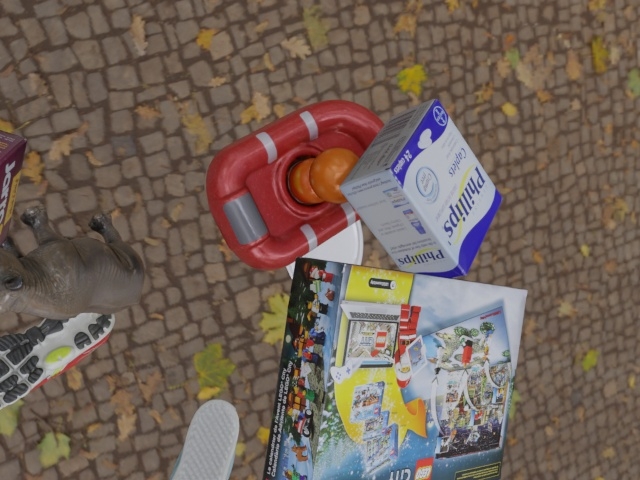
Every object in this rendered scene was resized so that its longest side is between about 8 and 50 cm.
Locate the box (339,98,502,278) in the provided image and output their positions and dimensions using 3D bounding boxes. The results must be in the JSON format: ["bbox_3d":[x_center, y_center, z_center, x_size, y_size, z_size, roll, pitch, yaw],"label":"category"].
[{"bbox_3d":[0.106,-0.048,0.711,0.137,0.072,0.126,51,50,-21],"label":"box"}]

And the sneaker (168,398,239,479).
[{"bbox_3d":[-0.247,0.508,1.402,0.135,0.150,0.366,21,65,5],"label":"sneaker"}]

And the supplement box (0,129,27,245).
[{"bbox_3d":[-0.151,-0.010,0.270,0.043,0.083,0.055,17,114,-11],"label":"supplement box"}]

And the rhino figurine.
[{"bbox_3d":[-0.240,0.026,0.621,0.073,0.243,0.106,-44,78,14],"label":"rhino figurine"}]

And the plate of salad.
[{"bbox_3d":[0.000,0.000,1.156,0.200,0.048,0.200,4,84,-47],"label":"plate of salad"}]

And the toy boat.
[{"bbox_3d":[-0.003,-0.068,0.779,0.231,0.151,0.151,-33,106,-27],"label":"toy boat"}]

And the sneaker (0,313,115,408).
[{"bbox_3d":[-0.448,0.195,1.105,0.279,0.118,0.107,-28,73,-25],"label":"sneaker"}]

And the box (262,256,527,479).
[{"bbox_3d":[0.065,0.103,0.506,0.233,0.044,0.159,10,88,-46],"label":"box"}]
